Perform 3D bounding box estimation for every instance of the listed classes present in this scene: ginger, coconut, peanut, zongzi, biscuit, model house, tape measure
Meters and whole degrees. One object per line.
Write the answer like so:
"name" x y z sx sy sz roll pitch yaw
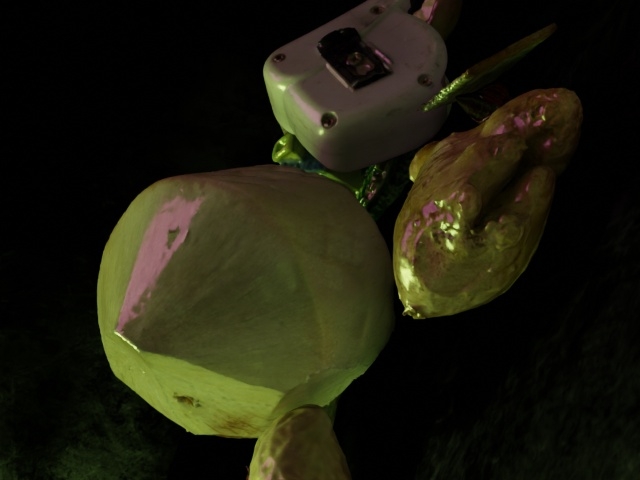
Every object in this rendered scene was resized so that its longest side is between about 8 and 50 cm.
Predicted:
"ginger" 0.148 -0.071 1.230 0.375 0.166 0.236 -94 16 -58
"coconut" -0.110 0.088 1.624 0.415 0.345 0.415 -36 -17 -13
"peanut" -0.041 0.346 1.452 0.153 0.140 0.325 -33 38 53
"zongzi" 0.205 -0.148 1.462 0.083 0.073 0.067 -10 -48 -52
"biscuit" 0.190 -0.196 1.479 0.144 0.016 0.203 -29 -1 -17
"model house" 0.029 -0.140 1.929 0.195 0.189 0.214 -37 28 51
"tape measure" 0.065 -0.235 1.812 0.265 0.258 0.130 49 161 41

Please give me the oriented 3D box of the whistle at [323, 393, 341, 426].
"whistle" 0.021 0.143 1.839 0.057 0.068 0.326 68 -147 -55

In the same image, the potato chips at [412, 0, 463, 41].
"potato chips" 0.189 -0.362 2.021 0.195 0.062 0.208 -66 5 -23

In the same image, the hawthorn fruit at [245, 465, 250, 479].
"hawthorn fruit" -0.068 0.353 1.772 0.081 0.093 0.081 -159 90 -83
